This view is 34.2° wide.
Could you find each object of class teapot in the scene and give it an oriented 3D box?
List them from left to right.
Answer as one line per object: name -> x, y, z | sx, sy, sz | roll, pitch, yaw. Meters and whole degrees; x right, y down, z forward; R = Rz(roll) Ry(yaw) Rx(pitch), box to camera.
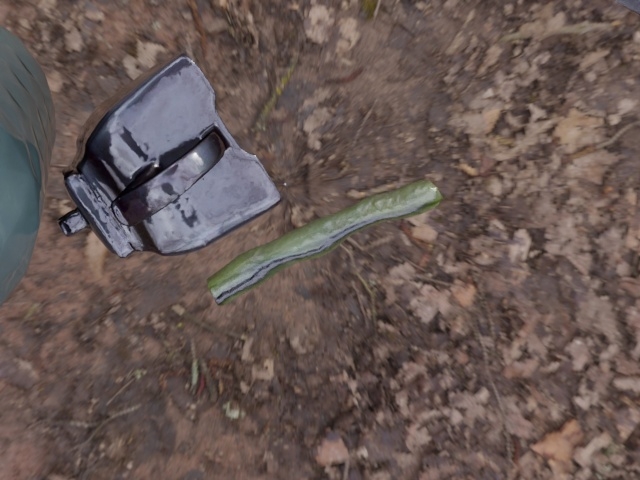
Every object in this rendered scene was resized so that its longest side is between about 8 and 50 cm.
teapot -> -0.092, -0.032, 0.532 | 0.096, 0.177, 0.087 | -35, 105, -10

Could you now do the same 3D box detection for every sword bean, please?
sword bean -> 0.000, 0.000, 1.088 | 0.269, 0.038, 0.043 | -24, 120, 10

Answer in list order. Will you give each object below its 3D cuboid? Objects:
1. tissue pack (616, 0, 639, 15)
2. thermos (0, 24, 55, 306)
tissue pack -> 0.237, -0.315, 0.766 | 0.122, 0.361, 0.259 | -12, 124, -15
thermos -> -0.210, -0.036, 0.485 | 0.145, 0.286, 0.182 | -33, 113, 1
